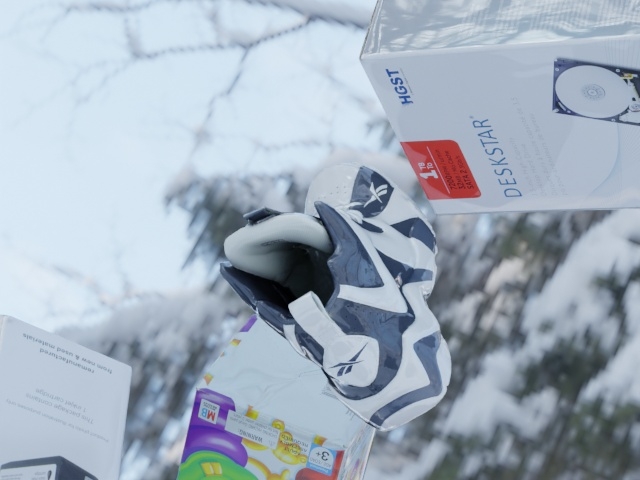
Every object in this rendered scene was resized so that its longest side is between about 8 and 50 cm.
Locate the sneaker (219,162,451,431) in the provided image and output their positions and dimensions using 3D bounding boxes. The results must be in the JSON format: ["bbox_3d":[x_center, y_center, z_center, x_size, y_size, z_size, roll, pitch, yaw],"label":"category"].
[{"bbox_3d":[0.000,0.000,1.232,0.094,0.235,0.153,-29,-50,22],"label":"sneaker"}]

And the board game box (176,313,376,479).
[{"bbox_3d":[-0.048,0.232,1.696,0.142,0.144,0.275,20,-59,11],"label":"board game box"}]

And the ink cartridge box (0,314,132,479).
[{"bbox_3d":[-0.265,0.251,1.477,0.129,0.307,0.223,25,-45,-25],"label":"ink cartridge box"}]

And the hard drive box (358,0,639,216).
[{"bbox_3d":[0.171,-0.108,1.346,0.232,0.089,0.181,-2,-39,27],"label":"hard drive box"}]
